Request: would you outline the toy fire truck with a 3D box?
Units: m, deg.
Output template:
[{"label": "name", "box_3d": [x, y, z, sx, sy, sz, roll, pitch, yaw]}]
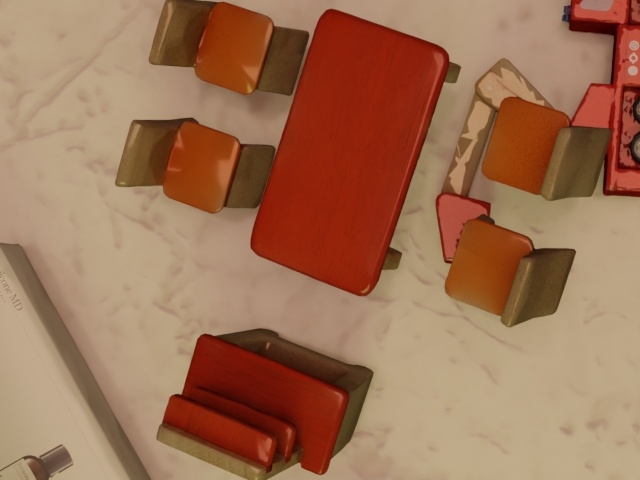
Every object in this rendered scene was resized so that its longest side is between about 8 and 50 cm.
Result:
[{"label": "toy fire truck", "box_3d": [0.142, -0.076, 1.131, 0.135, 0.047, 0.192, 4, 87, 5]}]

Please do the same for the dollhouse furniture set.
[{"label": "dollhouse furniture set", "box_3d": [0.000, 0.000, 1.064, 0.262, 0.135, 0.259, 20, 101, 19]}]

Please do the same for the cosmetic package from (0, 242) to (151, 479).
[{"label": "cosmetic package", "box_3d": [-0.176, 0.128, 1.138, 0.099, 0.060, 0.239, -30, 86, 1]}]
